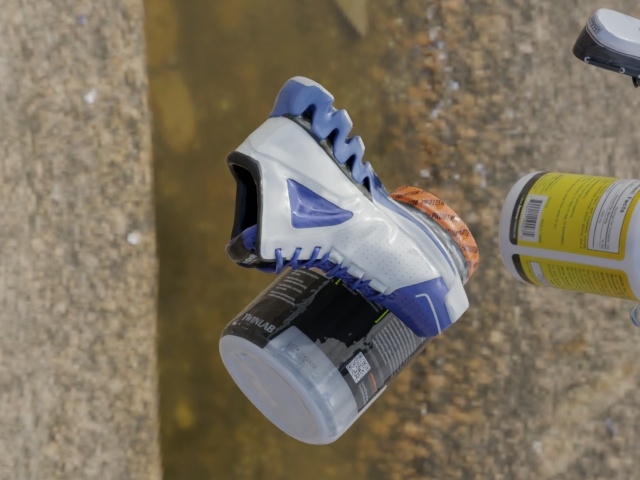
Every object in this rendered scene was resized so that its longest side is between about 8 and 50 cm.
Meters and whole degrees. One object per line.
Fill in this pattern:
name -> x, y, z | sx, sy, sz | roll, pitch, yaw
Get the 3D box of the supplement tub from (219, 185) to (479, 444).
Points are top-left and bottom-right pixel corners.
supplement tub -> 0.044, 0.085, 1.498 | 0.316, 0.193, 0.193 | -43, 123, -24

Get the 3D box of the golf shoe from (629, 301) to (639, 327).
golf shoe -> 0.508, 0.139, 1.648 | 0.176, 0.086, 0.069 | 30, 91, -7

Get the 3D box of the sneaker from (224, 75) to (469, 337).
sneaker -> -0.001, -0.001, 1.312 | 0.182, 0.127, 0.315 | -40, 99, -19

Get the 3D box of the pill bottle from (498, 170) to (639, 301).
pill bottle -> 0.461, -0.004, 1.871 | 0.188, 0.334, 0.188 | -11, 106, -46

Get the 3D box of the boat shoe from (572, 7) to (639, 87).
boat shoe -> 0.429, -0.231, 1.577 | 0.228, 0.076, 0.080 | 12, 47, -26
